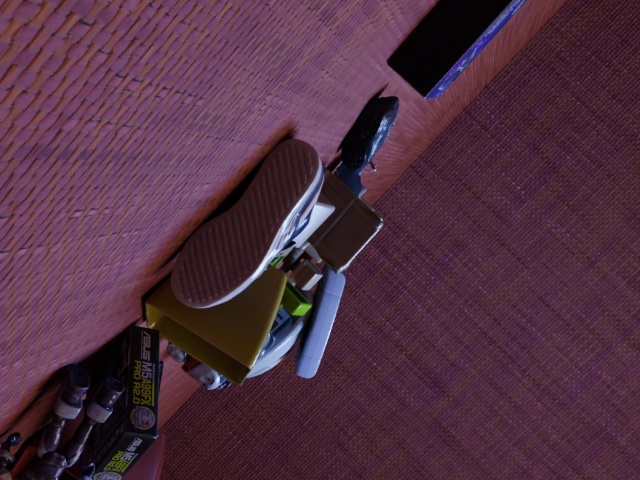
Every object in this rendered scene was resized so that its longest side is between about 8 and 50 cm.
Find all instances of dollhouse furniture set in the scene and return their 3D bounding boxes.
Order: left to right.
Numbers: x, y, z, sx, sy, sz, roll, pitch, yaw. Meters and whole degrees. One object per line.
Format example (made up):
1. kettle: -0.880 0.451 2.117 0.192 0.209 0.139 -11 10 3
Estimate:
1. dollhouse furniture set: 0.000 0.000 1.765 0.301 0.197 0.151 -48 165 14

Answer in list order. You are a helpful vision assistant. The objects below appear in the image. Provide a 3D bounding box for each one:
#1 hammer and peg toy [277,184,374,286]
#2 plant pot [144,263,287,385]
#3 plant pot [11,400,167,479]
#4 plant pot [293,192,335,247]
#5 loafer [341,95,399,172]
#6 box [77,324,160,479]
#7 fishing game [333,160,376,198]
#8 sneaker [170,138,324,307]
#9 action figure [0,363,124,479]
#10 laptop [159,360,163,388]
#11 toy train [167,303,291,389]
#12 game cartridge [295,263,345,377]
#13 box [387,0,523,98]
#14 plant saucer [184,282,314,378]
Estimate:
1. hammer and peg toy: -0.036 0.009 2.046 0.361 0.127 0.266 -43 176 -21
2. plant pot: -0.176 0.117 1.405 0.187 0.212 0.212 -58 180 -21
3. plant pot: -0.476 0.485 1.615 0.267 0.267 0.235 -49 -174 34
4. plant pot: -0.057 -0.064 1.432 0.109 0.109 0.096 -46 163 8
5. loafer: 0.108 -0.222 1.633 0.078 0.076 0.223 -33 165 -33
6. box: -0.371 0.317 1.415 0.270 0.060 0.216 -50 -145 39
7. fishing game: 0.055 -0.100 1.821 0.264 0.041 0.189 -63 -152 22
8. sneaker: -0.105 -0.016 1.256 0.321 0.126 0.127 -47 169 2
9. action figure: -0.431 0.348 1.261 0.285 0.185 0.099 -59 -152 0
10. laptop: -0.549 0.452 2.038 0.234 0.137 0.264 -39 146 -59
11. toy train: -0.213 0.215 1.831 0.142 0.190 0.334 -46 176 38
12. game cartridge: -0.002 0.210 2.061 0.198 0.062 0.297 -126 -127 -78
13. box: 0.259 -0.390 1.413 0.261 0.103 0.184 -47 177 20
14. plant saucer: -0.179 0.273 2.119 0.401 0.100 0.400 -26 -159 11
